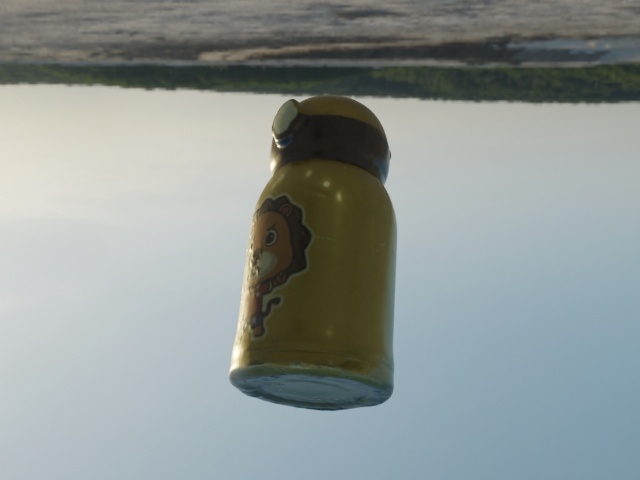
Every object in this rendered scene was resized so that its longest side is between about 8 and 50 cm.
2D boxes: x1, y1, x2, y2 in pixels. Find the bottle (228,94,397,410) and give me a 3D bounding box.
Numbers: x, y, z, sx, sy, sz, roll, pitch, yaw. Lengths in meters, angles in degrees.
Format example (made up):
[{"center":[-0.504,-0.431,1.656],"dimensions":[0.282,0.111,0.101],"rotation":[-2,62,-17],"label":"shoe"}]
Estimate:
[{"center":[0.000,0.000,0.875],"dimensions":[0.172,0.351,0.171],"rotation":[3,155,1],"label":"bottle"}]
